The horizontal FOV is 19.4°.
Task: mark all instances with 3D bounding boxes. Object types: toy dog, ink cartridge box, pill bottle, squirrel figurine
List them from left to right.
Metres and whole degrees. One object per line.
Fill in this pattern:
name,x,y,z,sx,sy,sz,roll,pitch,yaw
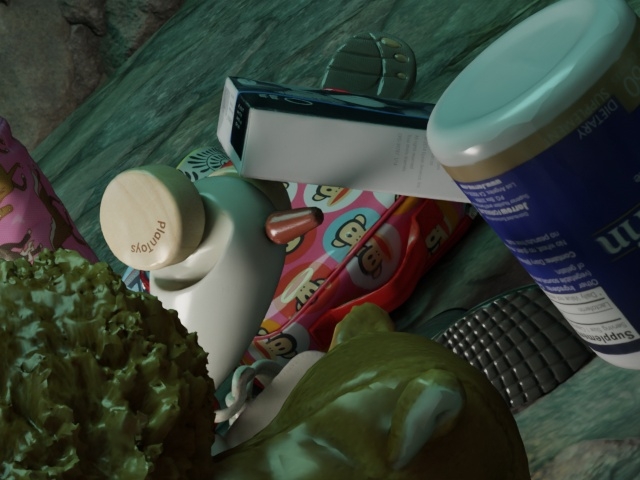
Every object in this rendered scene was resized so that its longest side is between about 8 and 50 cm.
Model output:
squirrel figurine,-0.077,0.174,1.073,0.370,0.397,0.281,-48,12,4
toy dog,-0.058,0.083,1.497,0.161,0.333,0.220,3,29,36
ink cartridge box,0.088,-0.076,1.558,0.165,0.333,0.065,-128,47,-73
pill bottle,0.202,-0.015,1.188,0.153,0.264,0.153,-36,18,14

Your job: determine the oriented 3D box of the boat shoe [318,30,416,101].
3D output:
boat shoe,0.009,-0.078,2.069,0.324,0.123,0.116,-55,-13,-17

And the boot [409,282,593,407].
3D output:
boot,0.108,0.084,1.469,0.246,0.083,0.161,-33,12,18

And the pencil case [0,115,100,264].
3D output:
pencil case,-0.273,0.062,1.790,0.167,0.386,0.160,-23,23,19

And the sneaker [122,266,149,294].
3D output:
sneaker,-0.121,0.059,1.931,0.262,0.104,0.125,-16,33,34

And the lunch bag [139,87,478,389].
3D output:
lunch bag,0.000,0.000,1.763,0.293,0.120,0.258,-45,42,-17

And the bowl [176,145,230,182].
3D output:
bowl,-0.102,-0.017,2.097,0.080,0.170,0.170,10,44,28
